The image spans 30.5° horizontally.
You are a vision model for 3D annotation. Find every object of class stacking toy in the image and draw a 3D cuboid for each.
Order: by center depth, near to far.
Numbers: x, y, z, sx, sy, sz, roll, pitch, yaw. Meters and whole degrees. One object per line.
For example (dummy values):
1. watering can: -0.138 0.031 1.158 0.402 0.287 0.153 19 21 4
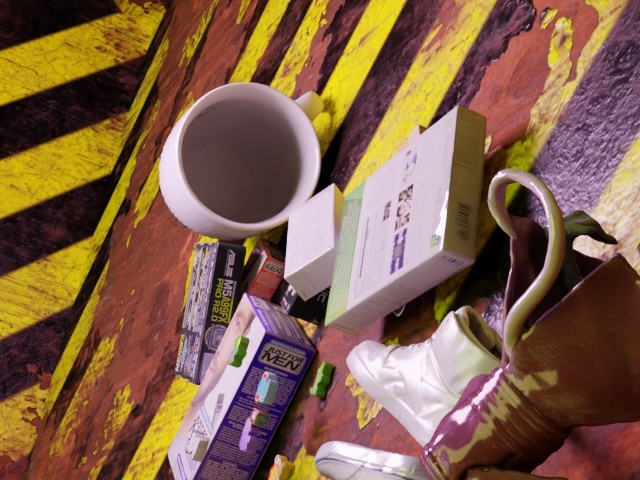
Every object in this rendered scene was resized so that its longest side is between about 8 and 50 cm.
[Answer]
1. stacking toy: -0.096 0.269 1.845 0.221 0.167 0.052 -68 21 3

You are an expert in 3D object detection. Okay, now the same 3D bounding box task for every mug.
1. mug: -0.142 -0.165 2.292 0.374 0.276 0.328 -42 6 -18

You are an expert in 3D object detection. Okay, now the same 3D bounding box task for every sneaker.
1. sneaker: 0.148 0.152 1.483 0.169 0.108 0.292 -64 32 7
2. sneaker: 0.058 0.321 1.531 0.258 0.094 0.091 -13 53 63

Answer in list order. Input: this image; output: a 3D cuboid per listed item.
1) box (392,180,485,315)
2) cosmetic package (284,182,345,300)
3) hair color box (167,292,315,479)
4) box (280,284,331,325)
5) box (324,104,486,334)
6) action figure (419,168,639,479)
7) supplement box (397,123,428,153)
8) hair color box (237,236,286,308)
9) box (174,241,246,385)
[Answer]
1. box: 0.152 -0.005 1.699 0.225 0.036 0.136 -64 21 9
2. cosmetic package: 0.000 0.000 1.929 0.099 0.060 0.239 -34 22 17
3. hair color box: -0.143 0.283 2.028 0.338 0.110 0.185 -62 21 9
4. box: -0.019 0.090 1.975 0.083 0.062 0.052 -62 24 13
5. box: 0.118 -0.021 1.673 0.322 0.058 0.232 -36 38 53
6. action figure: 0.201 0.165 1.137 0.370 0.276 0.248 -51 30 6
7. supplement box: 0.151 -0.123 1.813 0.062 0.036 0.098 -50 27 37
8. hair color box: -0.126 0.089 2.243 0.167 0.053 0.093 -61 22 15
9. box: -0.214 0.138 2.255 0.216 0.060 0.270 175 104 -73
